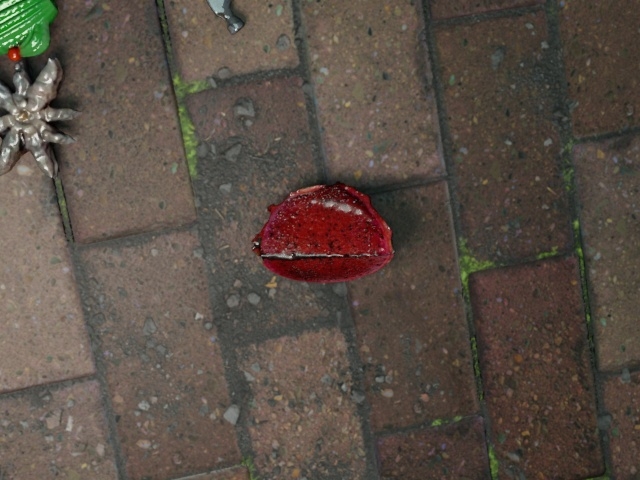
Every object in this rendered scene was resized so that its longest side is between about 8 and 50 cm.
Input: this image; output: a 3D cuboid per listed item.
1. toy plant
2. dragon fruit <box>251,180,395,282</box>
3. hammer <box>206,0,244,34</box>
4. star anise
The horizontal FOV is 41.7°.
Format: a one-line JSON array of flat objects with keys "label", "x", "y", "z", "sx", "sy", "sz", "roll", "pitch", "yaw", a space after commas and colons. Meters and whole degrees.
[{"label": "toy plant", "x": -0.581, "y": -0.386, "z": 1.484, "sx": 0.240, "sy": 0.088, "sz": 0.155, "roll": -4, "pitch": 83, "yaw": 7}, {"label": "dragon fruit", "x": 0.000, "y": 0.000, "z": 1.591, "sx": 0.261, "sy": 0.163, "sz": 0.189, "roll": -1, "pitch": 127, "yaw": -4}, {"label": "hammer", "x": -0.095, "y": -0.525, "z": 1.549, "sx": 0.289, "sy": 0.037, "sz": 0.137, "roll": -39, "pitch": 103, "yaw": 0}, {"label": "star anise", "x": -0.530, "y": -0.224, "z": 1.508, "sx": 0.229, "sy": 0.093, "sz": 0.236, "roll": 40, "pitch": 93, "yaw": -12}]
